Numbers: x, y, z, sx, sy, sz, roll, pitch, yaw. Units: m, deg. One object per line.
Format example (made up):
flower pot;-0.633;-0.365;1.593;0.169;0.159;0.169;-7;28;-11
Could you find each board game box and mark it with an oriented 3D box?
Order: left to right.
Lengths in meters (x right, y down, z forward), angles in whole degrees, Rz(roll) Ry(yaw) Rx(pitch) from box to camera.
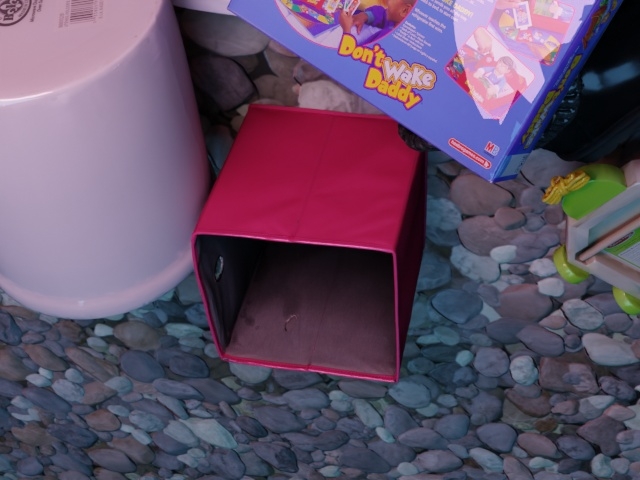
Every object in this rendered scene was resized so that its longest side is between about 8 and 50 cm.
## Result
board game box;0.099;-0.248;0.996;0.347;0.078;0.233;37;112;20

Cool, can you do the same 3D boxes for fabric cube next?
fabric cube;0.000;0.000;1.345;0.259;0.258;0.254;6;137;12

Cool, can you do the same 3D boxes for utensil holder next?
utensil holder;-0.305;-0.143;1.201;0.328;0.327;0.385;8;145;10

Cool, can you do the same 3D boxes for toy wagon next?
toy wagon;0.423;-0.024;1.280;0.344;0.068;0.267;25;137;-26

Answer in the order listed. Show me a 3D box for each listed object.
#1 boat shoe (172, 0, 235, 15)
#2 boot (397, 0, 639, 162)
boat shoe;-0.055;-0.311;1.156;0.302;0.109;0.094;8;134;14
boot;0.256;-0.200;1.081;0.260;0.131;0.348;5;144;-23
